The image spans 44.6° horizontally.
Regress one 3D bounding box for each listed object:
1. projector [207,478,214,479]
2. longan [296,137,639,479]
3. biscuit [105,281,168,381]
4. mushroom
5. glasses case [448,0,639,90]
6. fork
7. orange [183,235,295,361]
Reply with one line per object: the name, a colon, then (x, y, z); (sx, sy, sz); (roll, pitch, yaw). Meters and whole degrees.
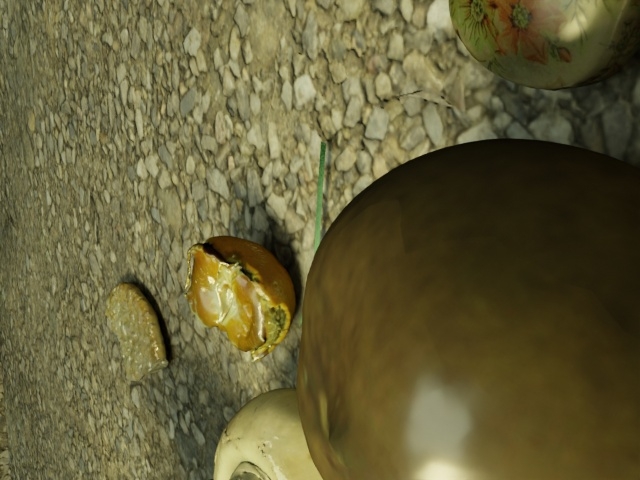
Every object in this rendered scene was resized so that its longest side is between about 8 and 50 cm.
projector: (-0.187, 0.541, 0.992); (0.242, 0.395, 0.405); (-40, 67, 52)
longan: (0.125, 0.084, 0.505); (0.319, 0.318, 0.319); (20, 114, 52)
biscuit: (-0.340, 0.174, 1.441); (0.265, 0.040, 0.188); (32, 123, 50)
mushroom: (-0.041, 0.297, 0.894); (0.246, 0.202, 0.246); (12, 108, 43)
glasses case: (0.193, -0.301, 0.482); (0.156, 0.098, 0.425); (41, 130, 37)
fork: (0.002, 0.000, 0.913); (0.039, 0.021, 0.235); (28, 119, 45)
orange: (-0.096, 0.064, 0.991); (0.160, 0.112, 0.170); (-8, 115, 45)
